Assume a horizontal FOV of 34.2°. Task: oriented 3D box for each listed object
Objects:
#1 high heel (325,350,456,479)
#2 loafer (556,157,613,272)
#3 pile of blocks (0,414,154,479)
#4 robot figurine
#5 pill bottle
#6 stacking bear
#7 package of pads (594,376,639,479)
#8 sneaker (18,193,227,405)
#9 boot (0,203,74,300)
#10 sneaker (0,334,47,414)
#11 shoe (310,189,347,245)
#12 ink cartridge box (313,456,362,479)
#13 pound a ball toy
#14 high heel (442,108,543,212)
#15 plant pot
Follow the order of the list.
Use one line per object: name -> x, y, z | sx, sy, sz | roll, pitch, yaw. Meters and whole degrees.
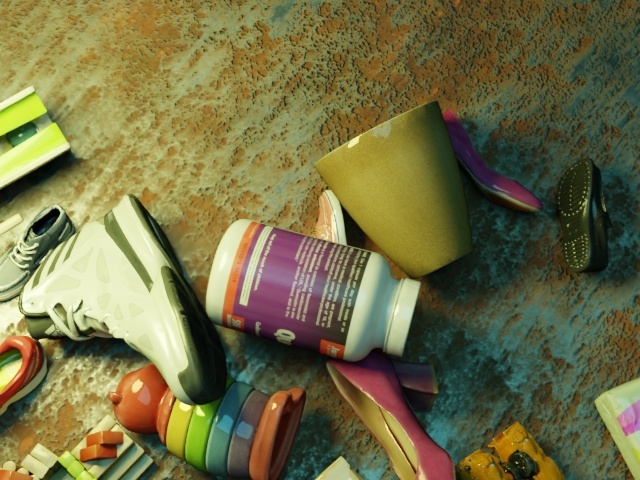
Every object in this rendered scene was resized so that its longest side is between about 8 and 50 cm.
high heel -> 0.103, 0.329, 1.619 | 0.181, 0.127, 0.377 | 6, 36, -8
loafer -> 0.473, -0.039, 1.846 | 0.078, 0.080, 0.220 | 19, 67, -31
pile of blocks -> -0.444, 0.392, 1.629 | 0.362, 0.112, 0.149 | -22, 74, -9
robot figurine -> 0.347, 0.443, 1.645 | 0.211, 0.085, 0.291 | -22, 71, -41
pill bottle -> -0.010, 0.087, 1.676 | 0.323, 0.181, 0.181 | 15, 71, 7
stacking bear -> -0.192, 0.278, 1.661 | 0.289, 0.175, 0.164 | 15, 88, 12
package of pads -> 0.625, 0.343, 1.704 | 0.229, 0.101, 0.296 | -22, 75, -8
sneaker -> -0.323, 0.140, 1.659 | 0.257, 0.169, 0.447 | -32, 46, -1
boot -> -0.500, 0.016, 1.765 | 0.069, 0.086, 0.190 | 37, 74, 9
sneaker -> -0.560, 0.255, 1.665 | 0.107, 0.118, 0.279 | 36, 74, 10
shoe -> 0.000, 0.000, 1.805 | 0.081, 0.063, 0.178 | -7, 78, -10
ink cartridge box -> 0.069, 0.456, 1.590 | 0.088, 0.193, 0.234 | -37, 76, -13
pound a ball toy -> -0.582, -0.098, 1.795 | 0.319, 0.136, 0.208 | -33, 101, -13
high heel -> 0.303, -0.141, 1.861 | 0.244, 0.082, 0.117 | 27, 82, 20
plant pot -> 0.151, -0.072, 1.774 | 0.237, 0.237, 0.254 | -28, 91, -11
